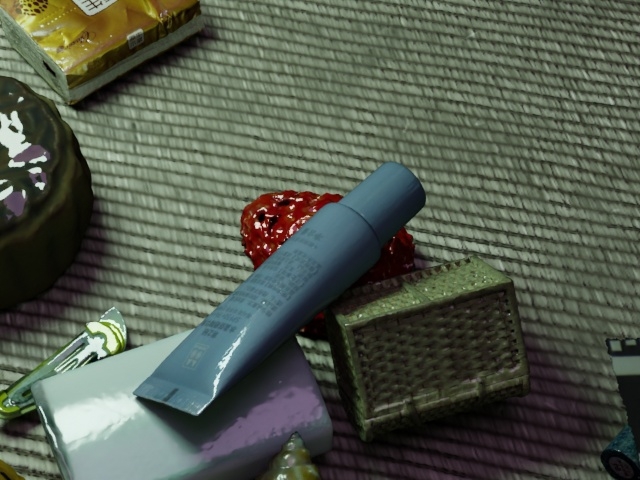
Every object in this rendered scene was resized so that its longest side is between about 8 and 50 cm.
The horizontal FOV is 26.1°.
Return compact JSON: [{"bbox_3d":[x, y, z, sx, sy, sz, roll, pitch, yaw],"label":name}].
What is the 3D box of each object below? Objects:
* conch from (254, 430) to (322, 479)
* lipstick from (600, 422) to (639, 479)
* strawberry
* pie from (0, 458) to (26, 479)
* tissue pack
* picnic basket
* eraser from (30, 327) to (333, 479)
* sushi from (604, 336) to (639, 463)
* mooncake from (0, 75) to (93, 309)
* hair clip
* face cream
[{"bbox_3d":[-0.046,0.308,1.434,0.173,0.106,0.116,-39,44,-9],"label":"conch"},{"bbox_3d":[0.403,0.182,1.564,0.053,0.053,0.234,35,57,22],"label":"lipstick"},{"bbox_3d":[0.000,0.000,1.646,0.236,0.111,0.190,34,63,22],"label":"strawberry"},{"bbox_3d":[-0.307,0.285,1.360,0.273,0.273,0.069,33,89,21],"label":"pie"},{"bbox_3d":[-0.297,-0.303,1.873,0.226,0.092,0.183,-34,62,-20],"label":"tissue pack"},{"bbox_3d":[0.115,0.124,1.529,0.196,0.154,0.134,-15,15,-11],"label":"picnic basket"},{"bbox_3d":[-0.152,0.192,1.512,0.290,0.104,0.189,-18,50,-13],"label":"eraser"},{"bbox_3d":[0.494,0.248,1.495,0.373,0.100,0.296,-3,63,-15],"label":"sushi"},{"bbox_3d":[-0.418,-0.064,1.654,0.290,0.161,0.290,1,58,-2],"label":"mooncake"},{"bbox_3d":[-0.293,0.149,1.583,0.188,0.033,0.060,-35,64,-26],"label":"hair clip"},{"bbox_3d":[-0.032,0.052,1.496,0.385,0.086,0.135,-42,27,-25],"label":"face cream"}]
